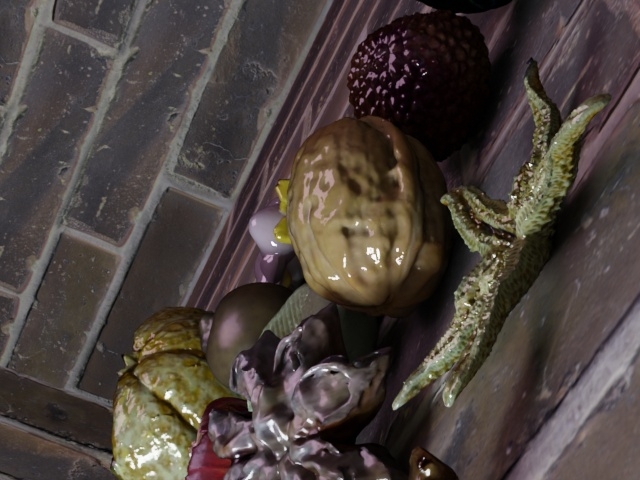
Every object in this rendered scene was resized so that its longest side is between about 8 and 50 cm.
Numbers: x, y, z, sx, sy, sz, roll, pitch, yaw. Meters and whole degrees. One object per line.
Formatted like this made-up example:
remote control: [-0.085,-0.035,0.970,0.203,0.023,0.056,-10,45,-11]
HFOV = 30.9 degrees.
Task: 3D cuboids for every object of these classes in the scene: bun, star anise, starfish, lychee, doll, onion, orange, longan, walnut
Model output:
bun: [0.001,0.156,1.440,0.212,0.126,0.204,-45,31,42]
star anise: [-0.025,0.226,1.257,0.331,0.117,0.332,-22,60,46]
starfish: [0.165,0.003,1.085,0.347,0.078,0.358,-98,32,-69]
lychee: [0.123,-0.183,1.437,0.188,0.188,0.188,-158,90,-79]
doll: [-0.075,0.031,2.018,0.365,0.094,0.160,89,-177,-61]
onion: [-0.118,0.337,1.599,0.248,0.161,0.248,-156,90,-90]
orange: [-0.198,0.271,1.950,0.210,0.271,0.369,-16,34,19]
longan: [-0.108,0.152,1.836,0.185,0.204,0.159,-60,-37,-29]
walnut: [0.055,-0.030,1.335,0.198,0.198,0.245,133,137,-62]

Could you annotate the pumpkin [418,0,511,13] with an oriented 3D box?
pumpkin: [0.200,-0.398,1.444,0.248,0.248,0.248,-158,90,-79]

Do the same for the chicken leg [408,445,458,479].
chicken leg: [0.017,0.365,0.927,0.295,0.182,0.409,96,-166,-65]
